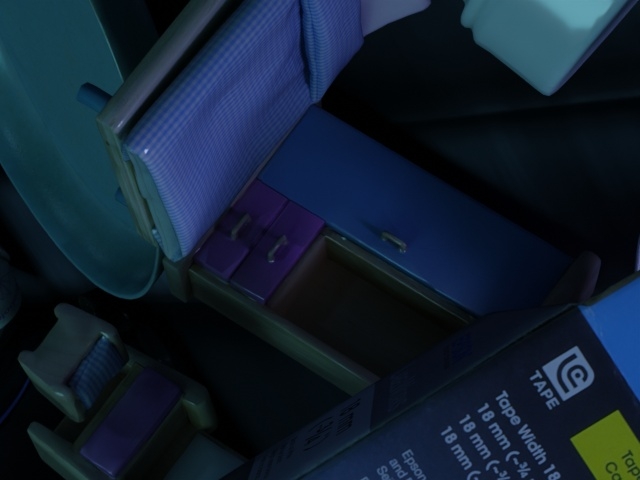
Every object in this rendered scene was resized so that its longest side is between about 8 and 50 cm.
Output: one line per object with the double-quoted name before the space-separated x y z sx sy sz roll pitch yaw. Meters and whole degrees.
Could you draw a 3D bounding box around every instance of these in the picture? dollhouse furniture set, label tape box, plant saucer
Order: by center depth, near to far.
"label tape box" 0.098 0.170 0.881 0.240 0.334 0.106 57 -172 -5
"dollhouse furniture set" 0.000 0.000 0.905 0.198 0.286 0.303 31 160 17
"plant saucer" -0.159 -0.117 1.089 0.317 0.044 0.317 49 155 32

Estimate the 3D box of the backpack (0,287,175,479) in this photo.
"backpack" -0.199 0.218 1.462 0.263 0.276 0.213 47 155 -23

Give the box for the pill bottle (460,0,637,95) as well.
"pill bottle" 0.026 -0.198 0.734 0.283 0.161 0.161 41 150 4

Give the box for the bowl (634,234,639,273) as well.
"bowl" 0.225 0.051 0.912 0.142 0.053 0.142 12 112 40

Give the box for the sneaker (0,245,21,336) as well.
"sneaker" -0.295 -0.011 1.433 0.152 0.114 0.305 22 152 5
